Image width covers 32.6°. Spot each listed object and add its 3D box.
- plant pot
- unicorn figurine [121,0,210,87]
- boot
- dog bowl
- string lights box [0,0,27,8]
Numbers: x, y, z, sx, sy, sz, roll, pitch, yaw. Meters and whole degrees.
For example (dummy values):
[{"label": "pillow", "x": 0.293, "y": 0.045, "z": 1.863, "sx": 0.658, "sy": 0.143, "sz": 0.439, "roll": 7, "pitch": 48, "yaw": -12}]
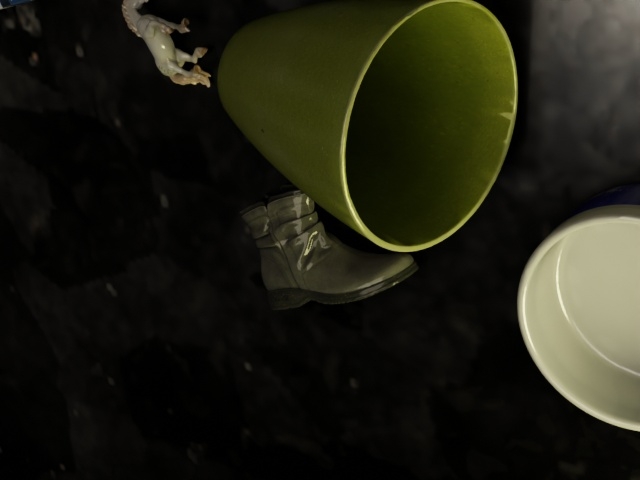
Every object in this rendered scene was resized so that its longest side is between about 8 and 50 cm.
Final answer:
[{"label": "plant pot", "x": 0.024, "y": -0.160, "z": 1.252, "sx": 0.294, "sy": 0.275, "sz": 0.274, "roll": 24, "pitch": 126, "yaw": 43}, {"label": "unicorn figurine", "x": -0.211, "y": -0.273, "z": 1.459, "sx": 0.111, "sy": 0.060, "sz": 0.161, "roll": 10, "pitch": 125, "yaw": 43}, {"label": "boot", "x": 0.000, "y": 0.000, "z": 1.448, "sx": 0.247, "sy": 0.083, "sz": 0.161, "roll": -10, "pitch": 101, "yaw": 36}, {"label": "dog bowl", "x": 0.360, "y": 0.074, "z": 1.217, "sx": 0.265, "sy": 0.104, "sz": 0.264, "roll": 16, "pitch": 122, "yaw": 27}, {"label": "string lights box", "x": -0.375, "y": -0.405, "z": 1.497, "sx": 0.260, "sy": 0.077, "sz": 0.133, "roll": -4, "pitch": 110, "yaw": 36}]
